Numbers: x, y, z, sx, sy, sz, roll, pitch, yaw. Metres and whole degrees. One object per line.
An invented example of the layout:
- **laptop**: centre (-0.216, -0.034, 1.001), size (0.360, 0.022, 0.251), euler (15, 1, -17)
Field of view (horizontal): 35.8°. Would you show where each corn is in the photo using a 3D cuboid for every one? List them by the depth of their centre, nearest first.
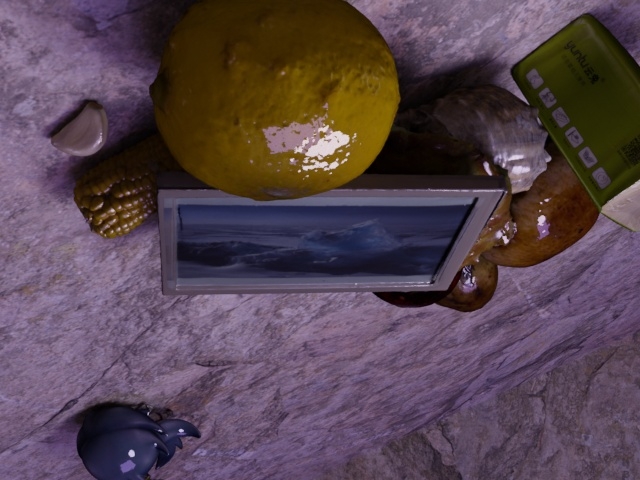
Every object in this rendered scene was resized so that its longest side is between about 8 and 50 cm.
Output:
- **corn**: centre (-0.185, -0.107, 1.317), size (0.312, 0.102, 0.102), euler (-30, 155, 2)

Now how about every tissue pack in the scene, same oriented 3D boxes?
- **tissue pack**: centre (0.453, -0.178, 1.532), size (0.167, 0.275, 0.200), euler (-36, 152, 22)

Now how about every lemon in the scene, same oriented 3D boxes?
- **lemon**: centre (-0.049, -0.168, 1.134), size (0.283, 0.261, 0.260), euler (-20, 154, -10)

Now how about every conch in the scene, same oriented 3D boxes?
- **conch**: centre (0.217, -0.158, 1.515), size (0.291, 0.159, 0.210), euler (20, 153, -21)

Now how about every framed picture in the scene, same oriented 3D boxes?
- **framed picture**: centre (0.000, 0.000, 1.374), size (0.445, 0.028, 0.326), euler (0, 153, -7)

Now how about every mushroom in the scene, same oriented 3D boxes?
- **mushroom**: centre (0.383, -0.060, 1.796), size (0.283, 0.195, 0.263), euler (-15, 159, -20)

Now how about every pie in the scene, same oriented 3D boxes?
- **pie**: centre (0.134, -0.058, 1.451), size (0.288, 0.103, 0.355), euler (13, 149, -4)

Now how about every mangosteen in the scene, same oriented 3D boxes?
- **mangosteen**: centre (0.164, 0.027, 1.769), size (0.209, 0.210, 0.210), euler (-20, 154, -10)

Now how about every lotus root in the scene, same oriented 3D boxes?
- **lotus root**: centre (0.270, 0.069, 1.973), size (0.141, 0.169, 0.314), euler (-65, 160, -12)

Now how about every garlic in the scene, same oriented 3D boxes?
- **garlic**: centre (-0.292, -0.134, 1.229), size (0.083, 0.053, 0.041), euler (-42, -165, 24)

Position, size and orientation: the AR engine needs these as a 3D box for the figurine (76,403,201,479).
- **figurine**: centre (-0.390, 0.427, 2.091), size (0.265, 0.197, 0.175), euler (11, 113, -45)
